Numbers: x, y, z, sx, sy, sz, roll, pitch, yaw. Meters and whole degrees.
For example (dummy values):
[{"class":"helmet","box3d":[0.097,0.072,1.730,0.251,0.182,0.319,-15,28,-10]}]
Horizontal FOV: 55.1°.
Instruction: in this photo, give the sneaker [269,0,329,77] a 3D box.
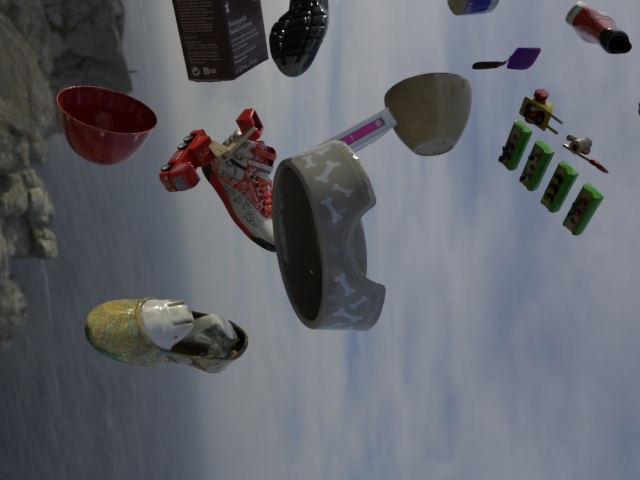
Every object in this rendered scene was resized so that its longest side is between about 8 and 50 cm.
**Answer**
[{"class":"sneaker","box3d":[-0.021,-0.382,1.100,0.106,0.101,0.267,65,30,-55]}]

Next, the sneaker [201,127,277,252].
[{"class":"sneaker","box3d":[-0.133,-0.114,1.288,0.270,0.145,0.090,52,20,21]}]

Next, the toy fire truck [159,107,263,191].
[{"class":"toy fire truck","box3d":[-0.200,-0.167,1.137,0.047,0.135,0.192,64,38,-38]}]

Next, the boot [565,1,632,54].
[{"class":"boot","box3d":[0.787,-0.551,1.669,0.176,0.244,0.088,52,-56,28]}]

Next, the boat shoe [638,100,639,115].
[{"class":"boat shoe","box3d":[0.858,-0.279,1.425,0.233,0.079,0.084,30,-89,34]}]

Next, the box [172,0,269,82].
[{"class":"box","box3d":[-0.239,-0.580,1.409,0.191,0.143,0.381,-53,142,-51]}]

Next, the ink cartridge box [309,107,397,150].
[{"class":"ink cartridge box","box3d":[0.039,-0.259,1.794,0.069,0.371,0.176,57,-20,-2]}]

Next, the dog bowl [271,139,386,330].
[{"class":"dog bowl","box3d":[0.000,0.000,1.101,0.349,0.102,0.349,171,-90,-71]}]

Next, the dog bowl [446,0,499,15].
[{"class":"dog bowl","box3d":[0.457,-0.820,1.849,0.265,0.104,0.265,172,-90,-86]}]

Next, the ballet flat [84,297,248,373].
[{"class":"ballet flat","box3d":[-0.242,0.156,1.056,0.348,0.123,0.123,34,39,-57]}]

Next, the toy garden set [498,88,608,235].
[{"class":"toy garden set","box3d":[0.449,-0.155,1.201,0.244,0.049,0.204,56,-25,33]}]

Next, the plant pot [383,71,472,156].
[{"class":"plant pot","box3d":[0.354,-0.382,1.966,0.284,0.284,0.191,121,-34,-72]}]

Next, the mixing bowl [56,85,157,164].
[{"class":"mixing bowl","box3d":[-0.409,-0.206,1.159,0.181,0.181,0.098,-111,-143,-50]}]

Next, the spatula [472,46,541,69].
[{"class":"spatula","box3d":[0.590,-0.580,1.997,0.084,0.030,0.296,-60,-156,-4]}]
